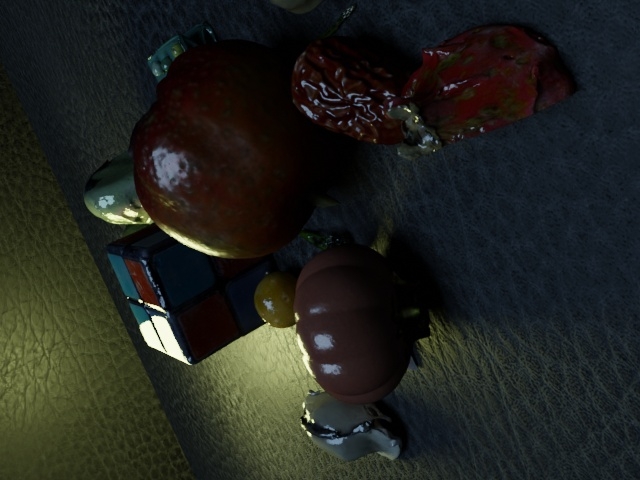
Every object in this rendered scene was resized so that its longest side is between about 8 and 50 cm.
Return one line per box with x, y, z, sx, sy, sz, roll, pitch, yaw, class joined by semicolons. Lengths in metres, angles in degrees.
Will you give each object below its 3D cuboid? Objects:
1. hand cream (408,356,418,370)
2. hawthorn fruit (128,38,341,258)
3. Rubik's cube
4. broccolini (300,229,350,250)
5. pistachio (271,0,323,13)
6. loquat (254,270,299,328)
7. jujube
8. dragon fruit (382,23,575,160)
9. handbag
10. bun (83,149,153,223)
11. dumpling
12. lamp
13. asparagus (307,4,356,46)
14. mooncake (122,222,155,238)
0.127;0.246;1.579;0.209;0.043;0.067;-9;109;54;hand cream
-0.136;-0.159;1.352;0.403;0.403;0.403;38;143;37;hawthorn fruit
-0.320;0.097;1.886;0.316;0.313;0.318;5;119;57;Rubik's cube
0.012;0.000;1.568;0.201;0.058;0.074;-141;48;-62;broccolini
-0.049;-0.482;1.159;0.138;0.153;0.238;-78;-26;-70;pistachio
-0.096;0.140;1.753;0.141;0.141;0.141;38;143;37;loquat
0.062;-0.237;1.167;0.230;0.155;0.155;27;136;34;jujube
0.172;-0.195;0.975;0.262;0.211;0.134;-8;114;54;dragon fruit
-0.295;-0.342;1.700;0.268;0.100;0.274;-2;111;58;handbag
-0.503;-0.139;2.038;0.293;0.293;0.187;21;145;51;bun
0.064;0.461;1.739;0.293;0.163;0.204;11;119;41;dumpling
0.081;0.149;1.360;0.305;0.239;0.305;-12;-90;-76;lamp
0.018;-0.366;1.262;0.163;0.016;0.016;-22;76;62;asparagus
-0.438;0.072;2.194;0.351;0.187;0.351;35;142;34;mooncake
